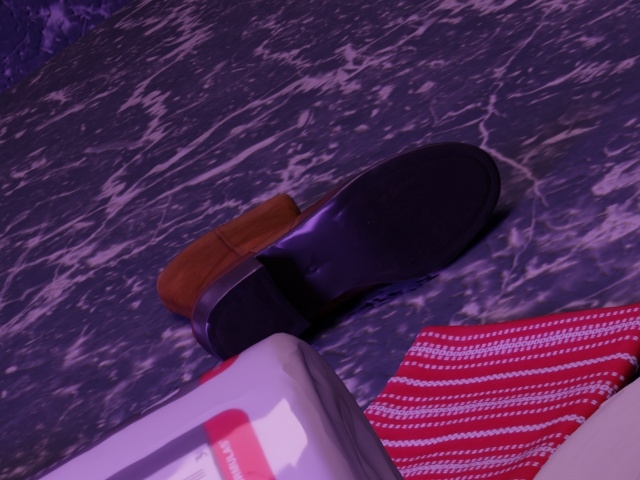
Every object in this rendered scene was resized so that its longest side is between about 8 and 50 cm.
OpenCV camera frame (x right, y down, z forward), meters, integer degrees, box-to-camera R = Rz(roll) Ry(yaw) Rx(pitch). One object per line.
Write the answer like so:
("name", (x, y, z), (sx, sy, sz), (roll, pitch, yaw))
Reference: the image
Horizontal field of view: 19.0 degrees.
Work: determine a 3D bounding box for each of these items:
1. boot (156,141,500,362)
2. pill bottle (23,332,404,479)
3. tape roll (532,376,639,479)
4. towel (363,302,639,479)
("boot", (0.000, 0.000, 1.538), (0.264, 0.096, 0.280), (-40, 12, -4))
("pill bottle", (-0.104, 0.189, 0.810), (0.318, 0.176, 0.176), (-30, 18, 5))
("tape roll", (0.217, 0.128, 0.796), (0.286, 0.100, 0.286), (-28, 19, 11))
("towel", (0.071, 0.127, 1.137), (0.199, 0.031, 0.275), (-10, 27, 45))
